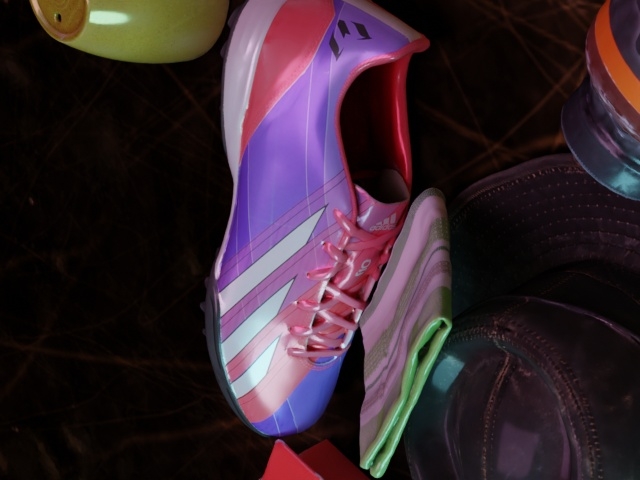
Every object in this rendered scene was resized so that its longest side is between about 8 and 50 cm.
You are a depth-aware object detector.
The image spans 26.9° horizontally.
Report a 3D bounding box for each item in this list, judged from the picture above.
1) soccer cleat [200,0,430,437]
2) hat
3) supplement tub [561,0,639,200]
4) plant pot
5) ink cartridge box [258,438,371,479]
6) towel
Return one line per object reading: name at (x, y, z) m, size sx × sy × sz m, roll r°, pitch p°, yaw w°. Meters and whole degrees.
soccer cleat at (0.000, 0.000, 0.842) m, size 0.116 × 0.108 × 0.318 m, roll 22°, pitch 120°, yaw 34°
hat at (0.134, 0.124, 0.736) m, size 0.331 × 0.134 × 0.331 m, roll 21°, pitch 122°, yaw 38°
supplement tub at (0.190, -0.101, 0.593) m, size 0.106 × 0.106 × 0.198 m, roll 52°, pitch 137°, yaw 15°
plant pot at (-0.141, -0.178, 0.907) m, size 0.134 × 0.095 × 0.134 m, roll 21°, pitch 122°, yaw 38°
ink cartridge box at (0.009, 0.244, 0.962) m, size 0.134 × 0.078 × 0.231 m, roll 40°, pitch 132°, yaw 26°
towel at (0.045, 0.046, 0.757) m, size 0.023 × 0.152 × 0.113 m, roll 17°, pitch 117°, yaw -5°
